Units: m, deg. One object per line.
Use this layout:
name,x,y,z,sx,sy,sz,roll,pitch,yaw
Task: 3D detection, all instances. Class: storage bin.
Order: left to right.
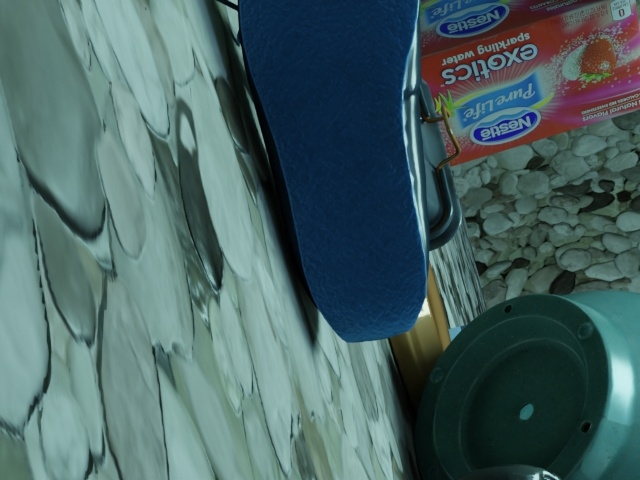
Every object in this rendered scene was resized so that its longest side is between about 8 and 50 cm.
storage bin,0.030,-0.064,0.909,0.091,0.098,0.135,44,29,-55

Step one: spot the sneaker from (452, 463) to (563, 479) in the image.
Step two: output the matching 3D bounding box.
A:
sneaker,0.154,0.296,0.941,0.146,0.122,0.331,-96,167,-62

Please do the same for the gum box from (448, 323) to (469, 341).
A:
gum box,0.186,0.211,1.667,0.184,0.041,0.157,67,11,-51

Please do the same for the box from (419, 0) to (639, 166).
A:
box,0.141,-0.159,1.254,0.123,0.256,0.128,-100,171,-47

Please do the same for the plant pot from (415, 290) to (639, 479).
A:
plant pot,0.195,0.156,1.088,0.196,0.293,0.293,33,33,-35

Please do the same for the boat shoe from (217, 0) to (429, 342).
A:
boat shoe,0.000,-0.079,0.749,0.089,0.109,0.258,-104,-166,-79

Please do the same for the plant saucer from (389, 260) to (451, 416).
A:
plant saucer,0.077,0.053,1.200,0.200,0.037,0.200,-16,90,-83
